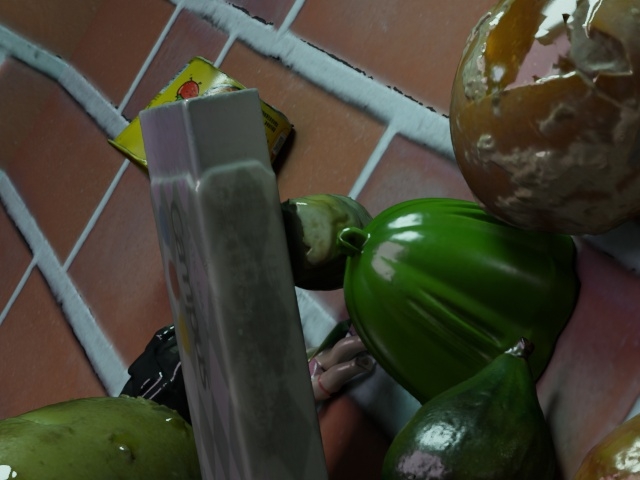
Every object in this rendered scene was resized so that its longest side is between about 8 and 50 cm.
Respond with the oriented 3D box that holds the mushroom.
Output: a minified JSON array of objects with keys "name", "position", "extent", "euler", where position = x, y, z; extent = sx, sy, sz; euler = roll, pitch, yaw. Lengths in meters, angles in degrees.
[{"name":"mushroom","position":[-0.004,0.001,1.696],"extent":[0.333,0.107,0.087],"euler":[7,-110,-80]}]

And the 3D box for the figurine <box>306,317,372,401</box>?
[{"name":"figurine","position":[-0.024,0.123,1.816],"extent":[0.187,0.083,0.083],"euler":[-25,40,43]}]

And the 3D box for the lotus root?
[{"name":"lotus root","position":[0.081,0.034,1.540],"extent":[0.186,0.186,0.186],"euler":[-49,24,30]}]

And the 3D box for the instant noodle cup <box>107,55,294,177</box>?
[{"name":"instant noodle cup","position":[-0.126,-0.114,2.231],"extent":[0.144,0.182,0.182],"euler":[-53,20,-3]}]

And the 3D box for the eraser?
[{"name":"eraser","position":[-0.066,0.080,1.604],"extent":[0.213,0.082,0.397],"euler":[178,81,-73]}]

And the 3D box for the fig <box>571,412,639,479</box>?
[{"name":"fig","position":[0.233,0.194,1.053],"extent":[0.159,0.159,0.257],"euler":[-54,39,19]}]

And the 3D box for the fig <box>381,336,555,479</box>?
[{"name":"fig","position":[0.118,0.145,1.411],"extent":[0.117,0.117,0.177],"euler":[-40,12,44]}]

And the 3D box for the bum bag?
[{"name":"bum bag","position":[-0.200,0.229,2.055],"extent":[0.340,0.095,0.144],"euler":[-62,13,-20]}]

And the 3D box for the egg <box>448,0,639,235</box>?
[{"name":"egg","position":[0.189,-0.100,1.433],"extent":[0.233,0.195,0.195],"euler":[-36,31,45]}]

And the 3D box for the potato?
[{"name":"potato","position":[-0.208,0.252,1.685],"extent":[0.219,0.359,0.270],"euler":[2,75,30]}]
